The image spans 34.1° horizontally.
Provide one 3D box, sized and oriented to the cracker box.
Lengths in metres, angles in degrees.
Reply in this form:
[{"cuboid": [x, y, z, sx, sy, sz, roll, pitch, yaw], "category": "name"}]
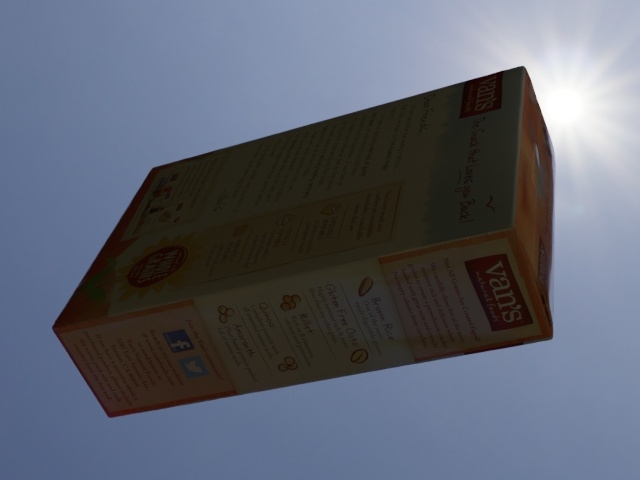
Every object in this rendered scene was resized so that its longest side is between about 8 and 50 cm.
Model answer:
[{"cuboid": [0.000, 0.000, 0.533, 0.156, 0.232, 0.067, -70, -39, -54], "category": "cracker box"}]
